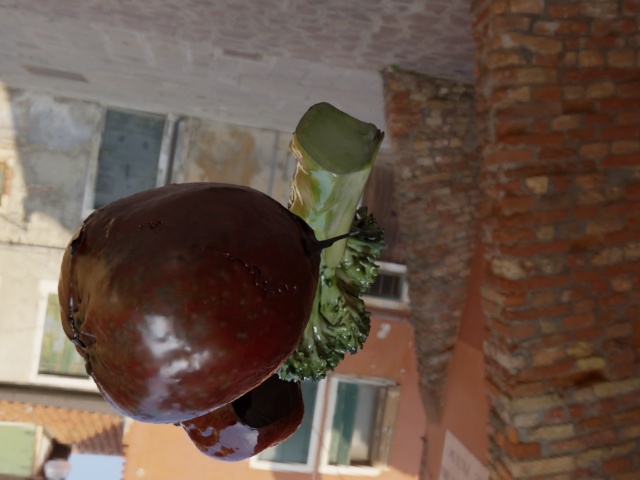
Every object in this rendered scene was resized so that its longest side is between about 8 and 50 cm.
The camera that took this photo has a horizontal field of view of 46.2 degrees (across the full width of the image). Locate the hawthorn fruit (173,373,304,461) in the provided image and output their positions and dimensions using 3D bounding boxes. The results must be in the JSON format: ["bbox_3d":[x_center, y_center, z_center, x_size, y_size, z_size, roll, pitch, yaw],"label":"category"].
[{"bbox_3d":[-0.139,0.252,1.157,0.251,0.189,0.189,-36,159,25],"label":"hawthorn fruit"}]

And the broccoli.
[{"bbox_3d":[-0.019,0.011,0.861,0.221,0.252,0.361,45,170,19],"label":"broccoli"}]

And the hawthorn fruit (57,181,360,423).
[{"bbox_3d":[-0.072,0.038,0.567,0.235,0.181,0.181,-16,-169,-23],"label":"hawthorn fruit"}]
